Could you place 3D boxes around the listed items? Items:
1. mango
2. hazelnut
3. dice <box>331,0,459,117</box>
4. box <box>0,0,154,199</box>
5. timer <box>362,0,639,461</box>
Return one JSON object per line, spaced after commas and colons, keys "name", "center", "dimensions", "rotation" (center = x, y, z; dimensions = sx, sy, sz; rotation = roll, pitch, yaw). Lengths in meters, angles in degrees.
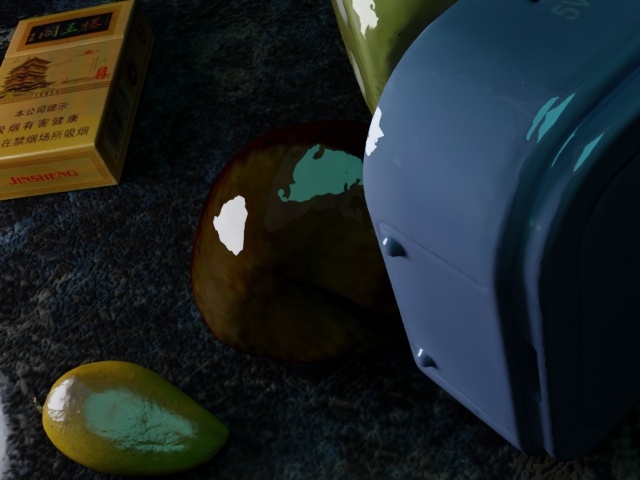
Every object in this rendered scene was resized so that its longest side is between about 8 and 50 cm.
{"name": "mango", "center": [-0.174, 0.162, 0.767], "dimensions": [0.187, 0.066, 0.101], "rotation": [14, 58, 16]}
{"name": "hazelnut", "center": [0.000, 0.000, 0.758], "dimensions": [0.251, 0.217, 0.217], "rotation": [-30, 45, 26]}
{"name": "dice", "center": [0.140, -0.252, 0.888], "dimensions": [0.238, 0.233, 0.226], "rotation": [-19, 51, 2]}
{"name": "box", "center": [-0.323, -0.182, 1.074], "dimensions": [0.174, 0.076, 0.274], "rotation": [-6, 51, 11]}
{"name": "timer", "center": [0.210, -0.056, 0.625], "dimensions": [0.395, 0.395, 0.173], "rotation": [-42, 50, -17]}
